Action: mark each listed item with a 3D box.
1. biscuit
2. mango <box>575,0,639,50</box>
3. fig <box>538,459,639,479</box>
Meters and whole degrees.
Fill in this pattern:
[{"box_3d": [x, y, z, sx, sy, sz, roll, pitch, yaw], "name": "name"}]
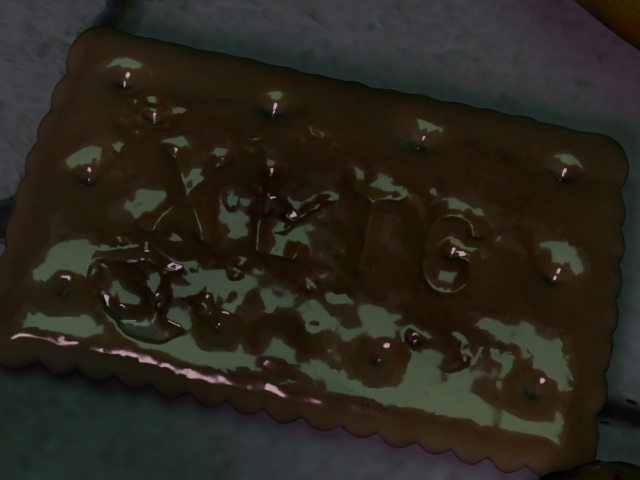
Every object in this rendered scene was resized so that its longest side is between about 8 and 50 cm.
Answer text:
[{"box_3d": [0.000, 0.000, 0.930, 0.324, 0.044, 0.217, 13, 62, 0], "name": "biscuit"}, {"box_3d": [0.231, -0.195, 0.996, 0.317, 0.173, 0.211, 36, 63, 19], "name": "mango"}, {"box_3d": [0.132, 0.157, 0.848, 0.084, 0.082, 0.098, 0, 74, -47], "name": "fig"}]
